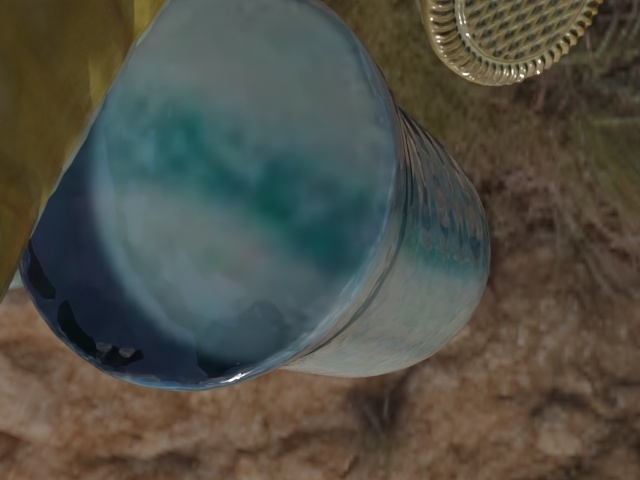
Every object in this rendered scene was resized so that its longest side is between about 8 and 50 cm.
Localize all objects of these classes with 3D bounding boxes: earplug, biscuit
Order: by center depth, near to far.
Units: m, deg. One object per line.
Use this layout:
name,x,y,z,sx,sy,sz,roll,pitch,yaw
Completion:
earplug,0.000,0.000,0.848,0.185,0.324,0.185,-4,78,20
biscuit,0.206,-0.293,1.760,0.259,0.079,0.259,-17,125,-25

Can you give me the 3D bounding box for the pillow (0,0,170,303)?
pillow,-0.165,-0.148,0.546,0.310,0.312,0.119,27,142,5

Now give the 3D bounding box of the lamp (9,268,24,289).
lamp,-0.240,-0.001,1.124,0.091,0.163,0.091,-10,108,-33

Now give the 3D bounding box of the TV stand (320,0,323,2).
TV stand,-0.009,-0.258,1.817,0.049,0.040,0.256,2,107,25
